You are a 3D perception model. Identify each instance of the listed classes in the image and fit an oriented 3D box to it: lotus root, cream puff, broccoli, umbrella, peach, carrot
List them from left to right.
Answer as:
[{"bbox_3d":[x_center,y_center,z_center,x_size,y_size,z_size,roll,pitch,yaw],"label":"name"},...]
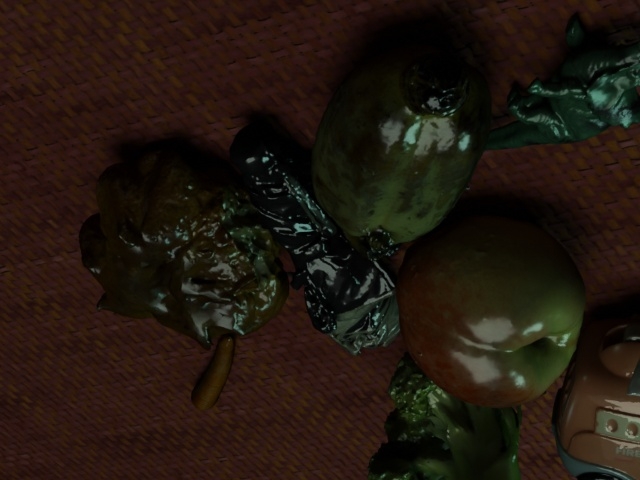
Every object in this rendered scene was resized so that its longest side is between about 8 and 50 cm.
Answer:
[{"bbox_3d":[-0.154,0.012,2.249,0.269,0.155,0.241,31,139,-12],"label":"cream puff"},{"bbox_3d":[-0.137,0.172,2.579,0.037,0.037,0.190,19,143,-6],"label":"carrot"},{"bbox_3d":[-0.004,0.005,2.205,0.113,0.106,0.358,-34,133,-1],"label":"umbrella"},{"bbox_3d":[0.090,-0.104,1.978,0.173,0.173,0.309,18,146,-5],"label":"lotus root"},{"bbox_3d":[0.147,0.231,2.320,0.186,0.302,0.254,38,145,-28],"label":"broccoli"},{"bbox_3d":[0.182,0.068,2.172,0.232,0.232,0.232,10,146,7],"label":"peach"}]

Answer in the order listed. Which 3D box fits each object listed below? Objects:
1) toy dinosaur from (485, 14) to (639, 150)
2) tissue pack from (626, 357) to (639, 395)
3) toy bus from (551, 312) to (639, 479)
[{"bbox_3d":[0.228,-0.142,1.937,0.292,0.079,0.120,-18,133,44],"label":"toy dinosaur"},{"bbox_3d":[0.432,0.100,2.071,0.156,0.209,0.148,19,161,7],"label":"tissue pack"},{"bbox_3d":[0.416,0.187,2.268,0.287,0.194,0.232,6,133,14],"label":"toy bus"}]
